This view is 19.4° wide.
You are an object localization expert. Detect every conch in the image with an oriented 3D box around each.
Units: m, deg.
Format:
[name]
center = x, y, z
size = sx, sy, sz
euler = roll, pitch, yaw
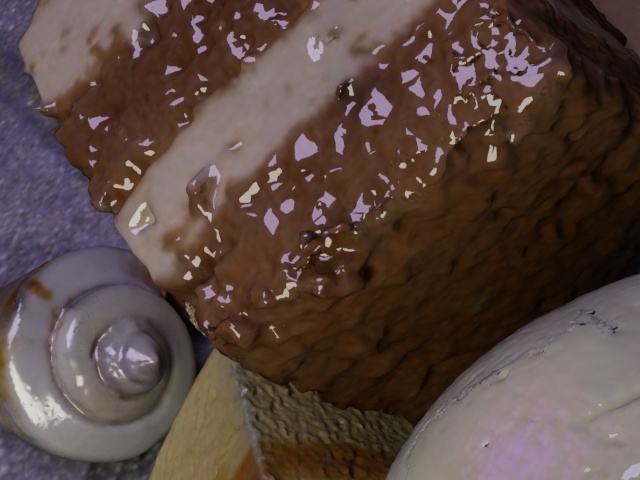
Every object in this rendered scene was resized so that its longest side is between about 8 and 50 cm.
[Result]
[conch]
center = -0.189, 0.065, 1.267
size = 0.255, 0.127, 0.158
euler = 2, 57, 40

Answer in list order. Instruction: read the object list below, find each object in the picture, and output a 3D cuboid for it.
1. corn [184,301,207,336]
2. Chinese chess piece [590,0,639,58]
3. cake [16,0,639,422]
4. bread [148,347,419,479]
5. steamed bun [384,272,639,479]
[corn]
center = 0.000, 0.000, 1.234
size = 0.203, 0.072, 0.072
euler = -31, 41, 8
[Chinese chess piece]
center = 0.229, -0.170, 1.194
size = 0.250, 0.103, 0.249
euler = -21, 45, 22
[cake]
center = 0.031, -0.078, 1.048
size = 0.256, 0.282, 0.290
euler = -42, 58, 18
[bread]
center = -0.015, 0.192, 1.100
size = 0.178, 0.135, 0.240
euler = -60, 32, 29
[steamed bun]
center = 0.156, 0.154, 0.849
size = 0.312, 0.233, 0.334
euler = 25, 69, 46
